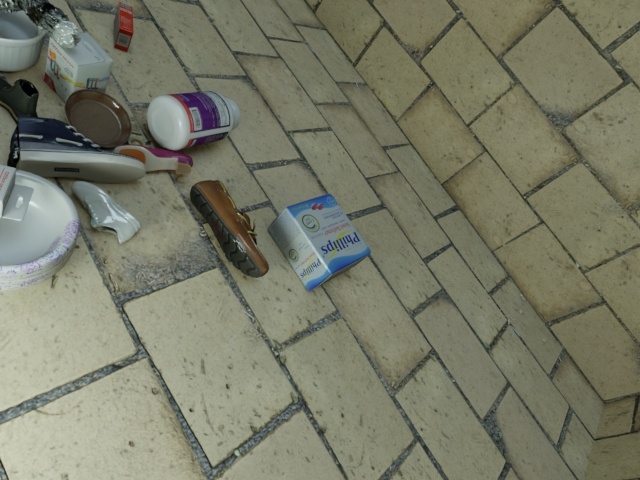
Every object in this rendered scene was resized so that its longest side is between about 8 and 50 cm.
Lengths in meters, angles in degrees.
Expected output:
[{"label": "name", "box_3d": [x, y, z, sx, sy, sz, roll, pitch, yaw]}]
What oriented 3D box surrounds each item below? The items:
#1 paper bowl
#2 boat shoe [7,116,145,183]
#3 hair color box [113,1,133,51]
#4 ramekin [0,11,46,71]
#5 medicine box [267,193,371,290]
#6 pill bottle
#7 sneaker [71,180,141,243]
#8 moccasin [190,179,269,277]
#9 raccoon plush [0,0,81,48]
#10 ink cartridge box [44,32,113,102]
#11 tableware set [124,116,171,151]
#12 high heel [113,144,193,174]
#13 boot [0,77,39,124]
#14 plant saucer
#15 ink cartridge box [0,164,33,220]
[{"label": "paper bowl", "box_3d": [-0.728, -0.017, 0.945, 0.284, 0.148, 0.284, 21, 48, -26]}, {"label": "boat shoe", "box_3d": [-0.690, -0.265, 1.180, 0.341, 0.127, 0.158, 0, 67, -39]}, {"label": "hair color box", "box_3d": [-0.763, -0.826, 1.583, 0.053, 0.093, 0.167, 6, 56, -38]}, {"label": "ramekin", "box_3d": [-0.985, -0.642, 1.225, 0.277, 0.135, 0.277, 22, 47, -25]}, {"label": "medicine box", "box_3d": [0.000, 0.000, 1.533, 0.263, 0.149, 0.289, -24, 75, -47]}, {"label": "pill bottle", "box_3d": [-0.441, -0.438, 1.474, 0.181, 0.181, 0.323, 50, 36, 3]}, {"label": "sneaker", "box_3d": [-0.617, -0.077, 1.144, 0.212, 0.080, 0.094, 39, 54, -11]}, {"label": "moccasin", "box_3d": [-0.282, -0.044, 1.358, 0.147, 0.139, 0.380, -25, 67, -38]}, {"label": "raccoon plush", "box_3d": [-0.902, -0.669, 1.046, 0.446, 0.216, 0.299, 39, 50, 3]}, {"label": "ink cartridge box", "box_3d": [-0.766, -0.540, 1.295, 0.128, 0.176, 0.127, 47, 41, 0]}, {"label": "tableware set", "box_3d": [-0.603, -0.361, 1.411, 0.141, 0.020, 0.168, -10, 66, -43]}, {"label": "high heel", "box_3d": [-0.552, -0.282, 1.369, 0.244, 0.082, 0.117, 5, 26, -22]}, {"label": "boot", "box_3d": [-0.865, -0.430, 1.159, 0.198, 0.137, 0.077, 45, 41, -2]}, {"label": "plant saucer", "box_3d": [-0.707, -0.381, 1.301, 0.199, 0.036, 0.198, 23, 57, -41]}, {"label": "ink cartridge box", "box_3d": [-0.725, -0.116, 0.870, 0.180, 0.060, 0.104, 14, 50, -30]}]
